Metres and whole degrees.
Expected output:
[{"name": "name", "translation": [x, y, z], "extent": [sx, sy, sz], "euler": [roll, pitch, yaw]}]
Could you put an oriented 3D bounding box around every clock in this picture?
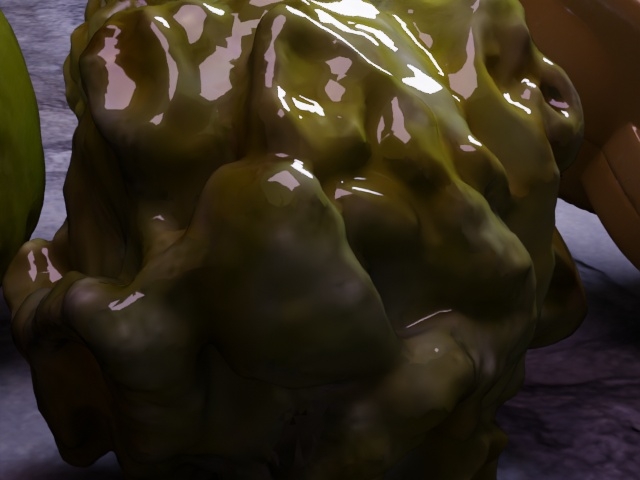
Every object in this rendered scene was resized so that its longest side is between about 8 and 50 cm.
[{"name": "clock", "translation": [0.233, -0.106, 0.980], "extent": [0.317, 0.200, 0.244], "euler": [46, 39, 16]}]

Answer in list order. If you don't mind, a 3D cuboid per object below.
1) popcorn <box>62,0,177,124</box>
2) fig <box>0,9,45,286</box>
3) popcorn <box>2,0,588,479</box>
[{"name": "popcorn", "translation": [-0.046, -0.079, 1.038], "extent": [0.286, 0.225, 0.174], "euler": [31, -8, -3]}, {"name": "fig", "translation": [-0.324, -0.076, 0.864], "extent": [0.343, 0.343, 0.343], "euler": [0, 25, 0]}, {"name": "popcorn", "translation": [-0.010, 0.014, 0.749], "extent": [0.312, 0.312, 0.312], "euler": [0, 25, 0]}]
